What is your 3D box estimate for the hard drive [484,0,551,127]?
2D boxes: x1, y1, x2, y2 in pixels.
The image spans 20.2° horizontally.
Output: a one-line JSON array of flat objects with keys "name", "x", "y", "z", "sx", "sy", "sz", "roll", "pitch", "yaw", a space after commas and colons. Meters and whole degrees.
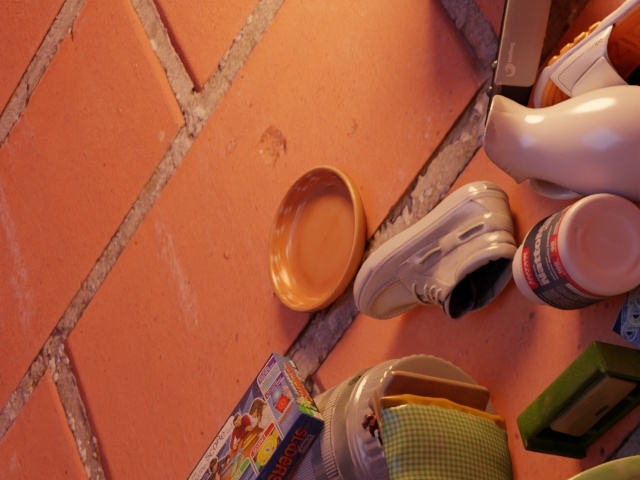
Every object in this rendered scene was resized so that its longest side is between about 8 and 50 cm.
[{"name": "hard drive", "x": 0.235, "y": -0.270, "z": 2.078, "sx": 0.172, "sy": 0.054, "sz": 0.255, "roll": 87, "pitch": -167, "yaw": -74}]

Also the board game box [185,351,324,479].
[{"name": "board game box", "x": -0.079, "y": 0.245, "z": 2.072, "sx": 0.201, "sy": 0.035, "sz": 0.136, "roll": -56, "pitch": 29, "yaw": 15}]

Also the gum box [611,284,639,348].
[{"name": "gum box", "x": 0.397, "y": 0.062, "z": 1.843, "sx": 0.184, "sy": 0.041, "sz": 0.157, "roll": 38, "pitch": 111, "yaw": 53}]

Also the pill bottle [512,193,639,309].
[{"name": "pill bottle", "x": 0.275, "y": 0.019, "z": 1.936, "sx": 0.180, "sy": 0.108, "sz": 0.108, "roll": 144, "pitch": 131, "yaw": -71}]

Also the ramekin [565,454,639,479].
[{"name": "ramekin", "x": 0.275, "y": 0.361, "z": 1.711, "sx": 0.303, "sy": 0.303, "sz": 0.148, "roll": -57, "pitch": 47, "yaw": 26}]

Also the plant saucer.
[{"name": "plant saucer", "x": 0.000, "y": 0.000, "z": 2.409, "sx": 0.200, "sy": 0.037, "sz": 0.200, "roll": -22, "pitch": 61, "yaw": 49}]

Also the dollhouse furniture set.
[{"name": "dollhouse furniture set", "x": 0.219, "y": 0.213, "z": 1.816, "sx": 0.151, "sy": 0.301, "sz": 0.198, "roll": -48, "pitch": 42, "yaw": 38}]

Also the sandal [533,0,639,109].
[{"name": "sandal", "x": 0.335, "y": -0.199, "z": 1.955, "sx": 0.265, "sy": 0.102, "sz": 0.076, "roll": -47, "pitch": 43, "yaw": 33}]

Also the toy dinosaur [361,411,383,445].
[{"name": "toy dinosaur", "x": 0.139, "y": 0.321, "z": 1.897, "sx": 0.322, "sy": 0.218, "sz": 0.164, "roll": 48, "pitch": 159, "yaw": 7}]

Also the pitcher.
[{"name": "pitcher", "x": 0.302, "y": -0.092, "z": 1.948, "sx": 0.207, "sy": 0.178, "sz": 0.126, "roll": 2, "pitch": 67, "yaw": 28}]

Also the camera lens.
[{"name": "camera lens", "x": 0.056, "y": 0.273, "z": 2.092, "sx": 0.274, "sy": 0.219, "sz": 0.219, "roll": -35, "pitch": 53, "yaw": 43}]

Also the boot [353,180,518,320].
[{"name": "boot", "x": 0.136, "y": 0.048, "z": 2.155, "sx": 0.258, "sy": 0.095, "sz": 0.123, "roll": -45, "pitch": 40, "yaw": 36}]
